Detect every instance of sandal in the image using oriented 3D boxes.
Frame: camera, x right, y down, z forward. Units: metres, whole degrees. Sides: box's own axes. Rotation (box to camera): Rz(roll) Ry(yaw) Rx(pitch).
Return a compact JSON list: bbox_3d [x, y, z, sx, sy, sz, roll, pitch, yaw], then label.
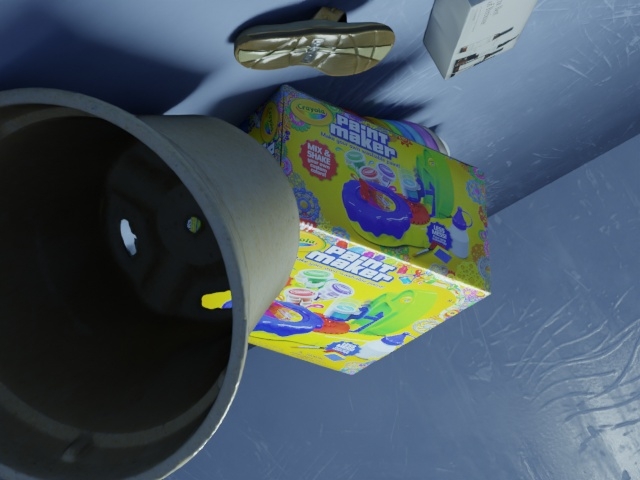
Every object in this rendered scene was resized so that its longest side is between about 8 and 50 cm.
[{"bbox_3d":[-0.004,-0.195,1.129,0.180,0.049,0.072,-4,154,-32],"label":"sandal"}]

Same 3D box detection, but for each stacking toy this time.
[{"bbox_3d":[0.063,-0.116,1.582,0.141,0.141,0.330,-30,164,17],"label":"stacking toy"}]

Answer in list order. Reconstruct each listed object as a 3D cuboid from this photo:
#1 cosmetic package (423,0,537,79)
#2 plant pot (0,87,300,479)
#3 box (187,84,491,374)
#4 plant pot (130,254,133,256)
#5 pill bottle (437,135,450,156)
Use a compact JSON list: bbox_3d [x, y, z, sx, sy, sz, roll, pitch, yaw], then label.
[{"bbox_3d":[0.178,-0.251,1.291,0.099,0.060,0.239,-28,172,-5],"label":"cosmetic package"},{"bbox_3d":[-0.169,0.015,1.071,0.334,0.334,0.305,-31,-178,21],"label":"plant pot"},{"bbox_3d":[0.000,0.000,1.413,0.290,0.177,0.279,20,144,-27],"label":"box"},{"bbox_3d":[-0.325,0.166,1.656,0.293,0.275,0.275,-43,174,-9],"label":"plant pot"},{"bbox_3d":[0.164,-0.122,1.944,0.078,0.078,0.137,-26,172,-13],"label":"pill bottle"}]
